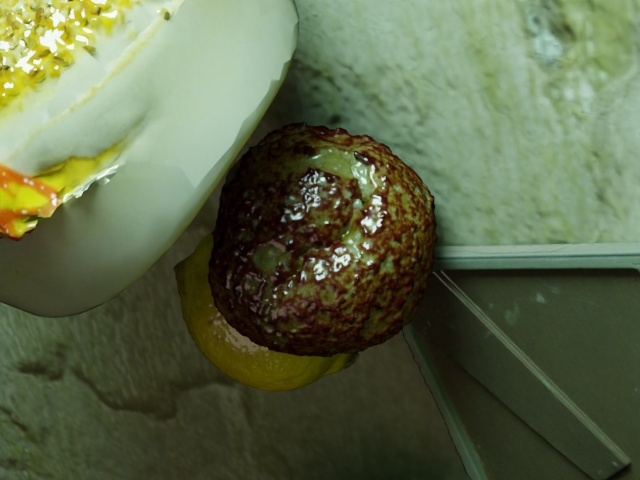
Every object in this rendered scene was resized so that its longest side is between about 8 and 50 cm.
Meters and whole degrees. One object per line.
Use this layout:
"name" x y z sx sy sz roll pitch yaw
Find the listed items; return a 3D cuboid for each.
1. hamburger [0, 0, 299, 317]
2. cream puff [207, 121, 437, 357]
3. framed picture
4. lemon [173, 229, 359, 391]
"hamburger" -0.151 -0.096 1.119 0.179 0.294 0.276 42 157 -26
"cream puff" 0.000 0.000 1.194 0.149 0.149 0.084 43 177 -2
"framed picture" 0.167 0.122 1.270 0.211 0.020 0.289 -2 125 40
"lemon" -0.033 0.043 1.289 0.133 0.109 0.109 31 141 -2
